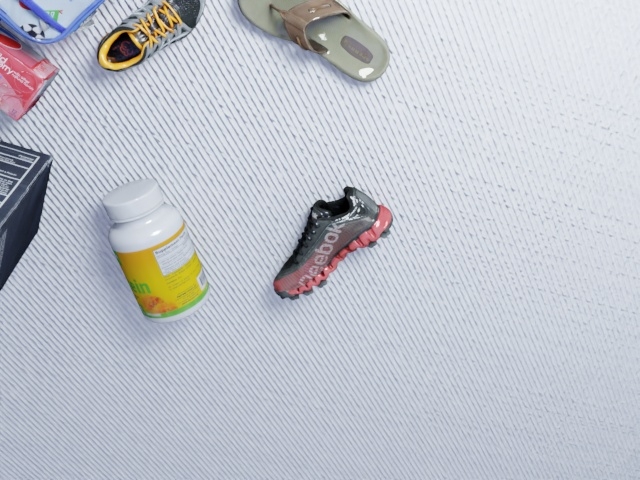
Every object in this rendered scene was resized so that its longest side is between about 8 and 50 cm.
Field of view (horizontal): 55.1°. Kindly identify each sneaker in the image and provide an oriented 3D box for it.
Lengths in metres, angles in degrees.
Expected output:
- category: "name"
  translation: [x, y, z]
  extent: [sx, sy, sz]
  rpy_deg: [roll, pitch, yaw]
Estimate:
- category: "sneaker"
  translation: [-0.269, -0.336, 0.979]
  extent: [0.214, 0.083, 0.084]
  rpy_deg: [-36, 114, 11]
- category: "sneaker"
  translation: [0.000, 0.000, 1.179]
  extent: [0.276, 0.098, 0.135]
  rpy_deg: [-39, 115, 12]

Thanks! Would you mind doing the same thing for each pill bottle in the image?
- category: "pill bottle"
  translation: [-0.305, 0.018, 1.130]
  extent: [0.136, 0.136, 0.246]
  rpy_deg: [-15, 118, 2]

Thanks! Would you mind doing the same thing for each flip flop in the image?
- category: "flip flop"
  translation: [-0.002, -0.347, 1.004]
  extent: [0.277, 0.080, 0.112]
  rpy_deg: [29, 111, -20]

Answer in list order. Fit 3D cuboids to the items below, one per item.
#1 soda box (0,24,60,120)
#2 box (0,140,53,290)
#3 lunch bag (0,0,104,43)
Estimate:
- category: "soda box"
  translation: [-0.556, -0.312, 0.958]
  extent: [0.263, 0.083, 0.092]
  rpy_deg: [38, 108, -22]
- category: "box"
  translation: [-0.625, -0.049, 0.969]
  extent: [0.296, 0.294, 0.183]
  rpy_deg: [17, 118, -15]
- category: "lunch bag"
  translation: [-0.421, -0.428, 0.851]
  extent: [0.243, 0.115, 0.303]
  rpy_deg: [-36, 139, 9]
